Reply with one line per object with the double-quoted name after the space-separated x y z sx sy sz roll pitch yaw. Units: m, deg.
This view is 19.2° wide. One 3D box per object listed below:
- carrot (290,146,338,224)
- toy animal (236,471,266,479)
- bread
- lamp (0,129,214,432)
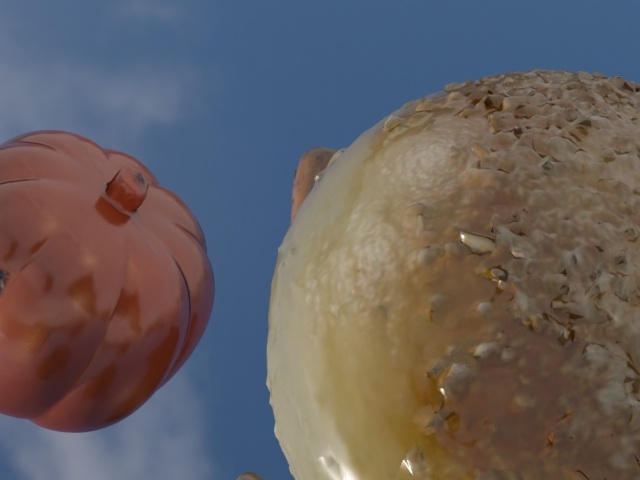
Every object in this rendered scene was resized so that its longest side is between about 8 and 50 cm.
0.000 0.000 1.561 0.060 0.060 0.186 6 -123 -10 "carrot"
0.038 0.208 1.254 0.195 0.281 0.169 51 -136 4 "toy animal"
0.120 0.057 0.691 0.305 0.159 0.305 32 -146 -25 "bread"
-0.155 0.018 1.163 0.188 0.164 0.187 29 -153 -17 "lamp"
